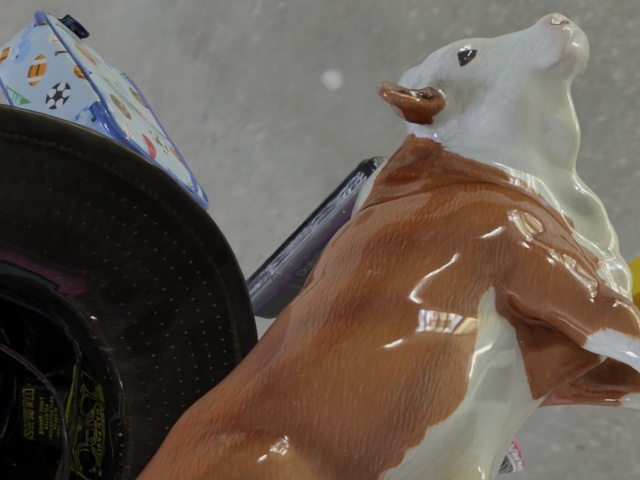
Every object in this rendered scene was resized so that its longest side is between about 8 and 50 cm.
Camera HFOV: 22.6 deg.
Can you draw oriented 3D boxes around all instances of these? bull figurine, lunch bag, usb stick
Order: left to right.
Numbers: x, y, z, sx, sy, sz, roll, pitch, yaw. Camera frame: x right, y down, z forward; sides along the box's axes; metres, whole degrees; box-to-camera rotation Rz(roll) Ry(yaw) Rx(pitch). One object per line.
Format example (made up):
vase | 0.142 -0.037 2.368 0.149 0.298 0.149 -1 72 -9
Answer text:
lunch bag | -0.264 -0.138 1.947 0.115 0.303 0.243 -41 138 9
usb stick | 0.000 0.000 1.814 0.077 0.278 0.045 10 49 -38
bull figurine | 0.047 0.050 0.578 0.188 0.101 0.310 23 61 32

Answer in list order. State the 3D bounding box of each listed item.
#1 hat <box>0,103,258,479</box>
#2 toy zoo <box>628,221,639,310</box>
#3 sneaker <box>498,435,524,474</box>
hat | -0.196 0.075 0.667 0.331 0.134 0.331 -14 117 -29
toy zoo | 0.308 0.069 1.082 0.192 0.293 0.030 -31 136 -10
sneaker | 0.132 0.175 1.405 0.074 0.170 0.063 -20 70 9
